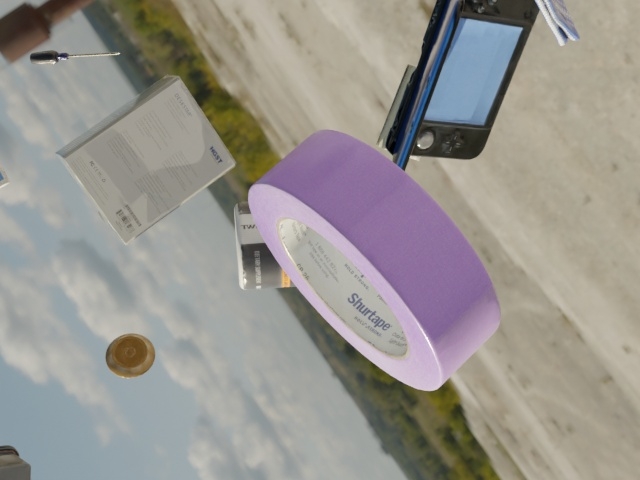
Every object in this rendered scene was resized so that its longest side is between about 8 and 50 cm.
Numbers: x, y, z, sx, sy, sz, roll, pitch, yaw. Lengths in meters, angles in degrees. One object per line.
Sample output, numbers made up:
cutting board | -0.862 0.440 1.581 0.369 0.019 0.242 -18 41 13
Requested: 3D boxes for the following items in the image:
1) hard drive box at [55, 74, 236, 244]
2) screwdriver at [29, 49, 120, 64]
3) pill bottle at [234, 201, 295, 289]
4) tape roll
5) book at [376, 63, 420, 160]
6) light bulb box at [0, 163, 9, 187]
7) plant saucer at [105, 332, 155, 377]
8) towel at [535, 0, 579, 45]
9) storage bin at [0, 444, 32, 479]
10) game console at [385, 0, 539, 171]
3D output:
hard drive box | -0.287 -0.135 1.851 0.181 0.232 0.089 58 168 -20
screwdriver | -0.419 -0.317 1.919 0.025 0.170 0.024 -19 -72 -78
pill bottle | 0.000 0.000 1.633 0.130 0.245 0.130 176 90 -85
tape roll | 0.051 0.022 1.131 0.275 0.090 0.275 43 162 17
book | 0.159 -0.211 1.871 0.096 0.144 0.035 14 -168 -46
light bulb box | -0.833 -0.113 2.125 0.361 0.358 0.225 -9 110 61
plant saucer | -0.319 0.190 1.872 0.083 0.083 0.015 54 159 25
towel | 0.262 -0.445 1.457 0.243 0.040 0.336 32 -137 -59
storage bin | -0.494 0.400 1.765 0.091 0.098 0.135 3 92 52
game console | 0.210 -0.217 1.593 0.173 0.250 0.293 54 133 47
